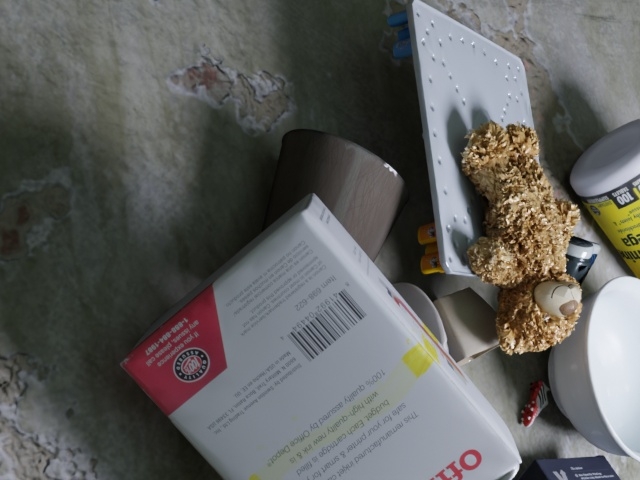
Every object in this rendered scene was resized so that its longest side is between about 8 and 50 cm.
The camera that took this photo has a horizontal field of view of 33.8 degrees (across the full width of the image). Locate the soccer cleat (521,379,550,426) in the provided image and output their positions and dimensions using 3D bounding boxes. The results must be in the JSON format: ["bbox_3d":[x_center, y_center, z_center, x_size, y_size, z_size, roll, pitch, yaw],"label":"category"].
[{"bbox_3d":[0.340,0.259,1.656,0.035,0.029,0.083,35,56,-19],"label":"soccer cleat"}]

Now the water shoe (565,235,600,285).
[{"bbox_3d":[0.405,0.033,1.711,0.203,0.073,0.080,1,108,-71],"label":"water shoe"}]

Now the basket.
[{"bbox_3d":[0.000,0.000,1.410,0.204,0.154,0.227,32,65,-27],"label":"basket"}]

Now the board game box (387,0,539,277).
[{"bbox_3d":[0.236,-0.127,1.591,0.390,0.050,0.390,9,71,-56],"label":"board game box"}]

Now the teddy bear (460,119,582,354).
[{"bbox_3d":[0.295,-0.012,1.494,0.245,0.113,0.338,20,62,-50],"label":"teddy bear"}]

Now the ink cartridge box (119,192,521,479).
[{"bbox_3d":[0.005,0.182,1.244,0.279,0.160,0.385,-39,96,8],"label":"ink cartridge box"}]

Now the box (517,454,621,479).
[{"bbox_3d":[0.389,0.410,1.567,0.156,0.093,0.158,6,39,-34],"label":"box"}]

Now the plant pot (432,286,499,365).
[{"bbox_3d":[0.197,0.131,1.544,0.109,0.109,0.096,-17,75,-37],"label":"plant pot"}]

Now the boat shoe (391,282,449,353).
[{"bbox_3d":[0.137,0.239,1.470,0.158,0.127,0.341,68,13,-60],"label":"boat shoe"}]

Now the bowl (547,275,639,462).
[{"bbox_3d":[0.457,0.213,1.674,0.297,0.134,0.298,16,65,-40],"label":"bowl"}]

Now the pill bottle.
[{"bbox_3d":[0.595,-0.031,1.814,0.334,0.188,0.188,50,55,-14],"label":"pill bottle"}]
